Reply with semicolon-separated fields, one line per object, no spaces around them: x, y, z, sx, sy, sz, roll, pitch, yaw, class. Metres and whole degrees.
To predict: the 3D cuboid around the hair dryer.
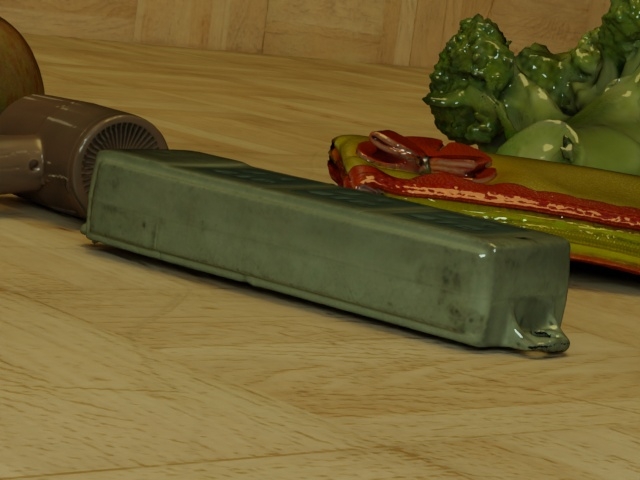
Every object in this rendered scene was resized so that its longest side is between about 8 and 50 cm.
-0.185;-0.042;1.051;0.182;0.064;0.117;-6;14;-37;hair dryer

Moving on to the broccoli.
0.195;-0.104;1.361;0.302;0.186;0.254;9;15;-39;broccoli

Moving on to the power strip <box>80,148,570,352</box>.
0.000;0.000;0.924;0.272;0.052;0.078;13;9;36;power strip

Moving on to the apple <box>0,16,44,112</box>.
-0.230;-0.093;1.193;0.126;0.102;0.126;8;8;-1;apple

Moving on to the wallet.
0.122;-0.017;1.111;0.241;0.067;0.141;7;10;-5;wallet
